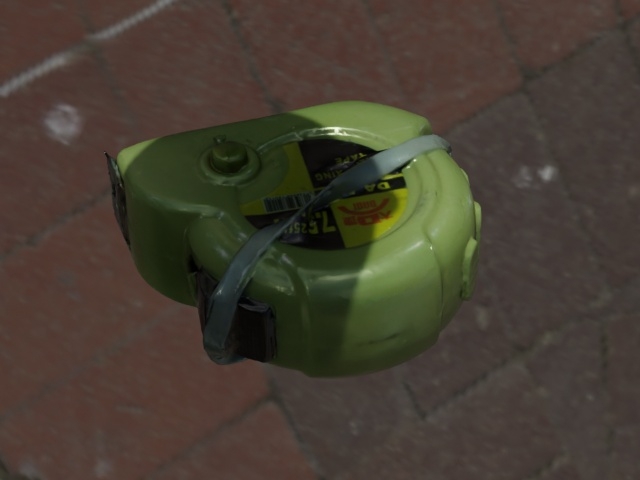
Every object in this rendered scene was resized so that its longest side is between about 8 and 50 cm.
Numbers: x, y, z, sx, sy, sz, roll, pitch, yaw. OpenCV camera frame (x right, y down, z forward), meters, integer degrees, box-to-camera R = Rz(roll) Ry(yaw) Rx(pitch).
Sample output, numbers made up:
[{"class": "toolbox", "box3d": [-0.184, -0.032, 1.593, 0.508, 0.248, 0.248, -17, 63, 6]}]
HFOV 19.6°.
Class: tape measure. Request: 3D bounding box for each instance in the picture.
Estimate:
[{"class": "tape measure", "box3d": [0.000, 0.000, 1.030, 0.200, 0.175, 0.106, -13, 135, -16]}]

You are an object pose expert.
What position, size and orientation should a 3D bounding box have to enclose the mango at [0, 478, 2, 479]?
[{"class": "mango", "box3d": [-0.228, 0.176, 1.067, 0.178, 0.100, 0.119, 17, 77, -35]}]
